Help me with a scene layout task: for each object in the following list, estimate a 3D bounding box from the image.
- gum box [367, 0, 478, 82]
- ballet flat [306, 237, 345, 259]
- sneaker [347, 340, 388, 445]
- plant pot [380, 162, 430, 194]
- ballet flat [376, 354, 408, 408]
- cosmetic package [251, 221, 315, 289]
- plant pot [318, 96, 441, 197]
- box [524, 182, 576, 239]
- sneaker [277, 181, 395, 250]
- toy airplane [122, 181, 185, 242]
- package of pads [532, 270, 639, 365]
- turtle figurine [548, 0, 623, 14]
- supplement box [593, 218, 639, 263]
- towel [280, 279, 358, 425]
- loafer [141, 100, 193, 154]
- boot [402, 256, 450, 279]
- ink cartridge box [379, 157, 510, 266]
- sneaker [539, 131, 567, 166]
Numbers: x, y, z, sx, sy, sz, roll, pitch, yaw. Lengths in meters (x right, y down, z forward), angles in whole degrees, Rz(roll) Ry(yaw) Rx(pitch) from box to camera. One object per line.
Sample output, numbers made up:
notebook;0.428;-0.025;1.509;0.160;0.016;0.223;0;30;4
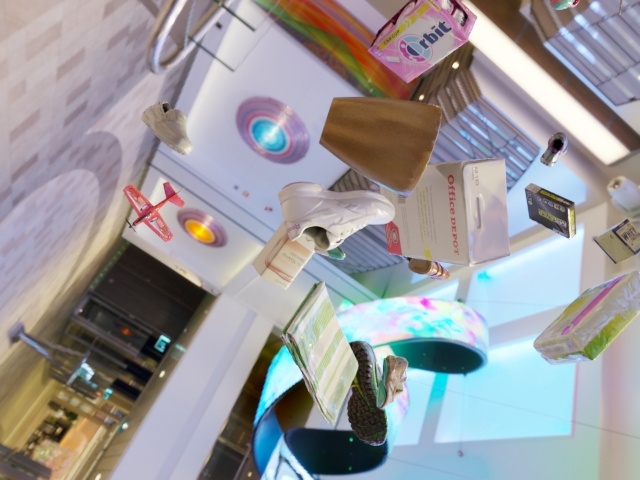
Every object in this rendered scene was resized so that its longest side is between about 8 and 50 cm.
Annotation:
gum box;0.187;-0.383;0.885;0.188;0.107;0.062;-16;-135;63
ballet flat;0.000;0.000;1.785;0.087;0.083;0.247;-31;-125;-7
sneaker;0.167;0.498;1.578;0.134;0.343;0.146;-12;172;29
plant pot;0.351;-0.114;1.804;0.235;0.293;0.293;-22;-159;11
ballet flat;0.189;0.374;1.243;0.073;0.067;0.206;-95;-173;-47
cosmetic package;-0.133;0.040;2.017;0.296;0.153;0.129;-54;-147;5
plant pot;0.132;-0.255;1.186;0.237;0.254;0.237;-163;-90;-86
box;0.868;-0.111;1.803;0.045;0.184;0.191;-38;-136;-9
sneaker;0.043;-0.044;1.098;0.114;0.305;0.152;-34;-121;54
toy airplane;-0.367;-0.076;1.068;0.151;0.151;0.028;-58;-155;-17
package of pads;0.773;0.228;1.368;0.297;0.101;0.229;-37;167;-14
turtle figurine;0.358;-0.434;0.695;0.175;0.234;0.118;-15;-175;-29
supplement box;0.783;0.003;1.244;0.056;0.083;0.083;-33;165;-15
towel;0.012;0.303;1.312;0.038;0.324;0.248;-9;-154;30
loafer;-0.477;-0.369;1.524;0.111;0.112;0.319;-48;-130;-1
boot;0.459;0.118;2.007;0.109;0.220;0.283;-57;-161;0
ink cartridge box;0.354;-0.089;1.413;0.385;0.160;0.279;11;-70;63
sneaker;0.978;-0.394;1.954;0.223;0.083;0.098;-51;164;-33
